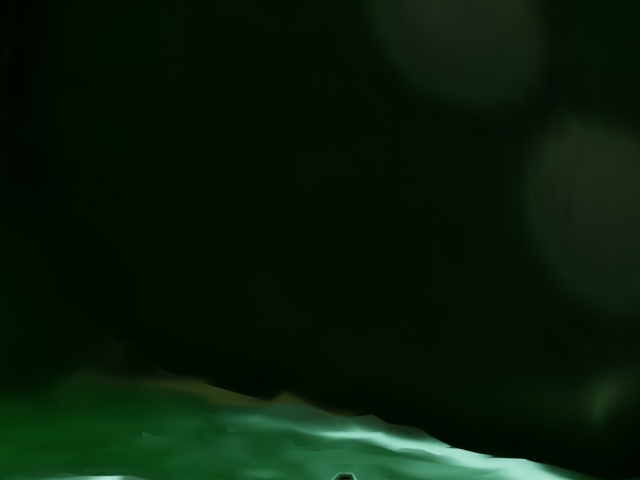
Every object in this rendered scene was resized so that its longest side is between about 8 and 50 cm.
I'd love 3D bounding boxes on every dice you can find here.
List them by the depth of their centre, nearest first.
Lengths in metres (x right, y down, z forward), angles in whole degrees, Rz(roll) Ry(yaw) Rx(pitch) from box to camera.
[{"bbox_3d":[-0.008,-0.021,0.578,0.300,0.297,0.287,14,151,-20],"label":"dice"}]
